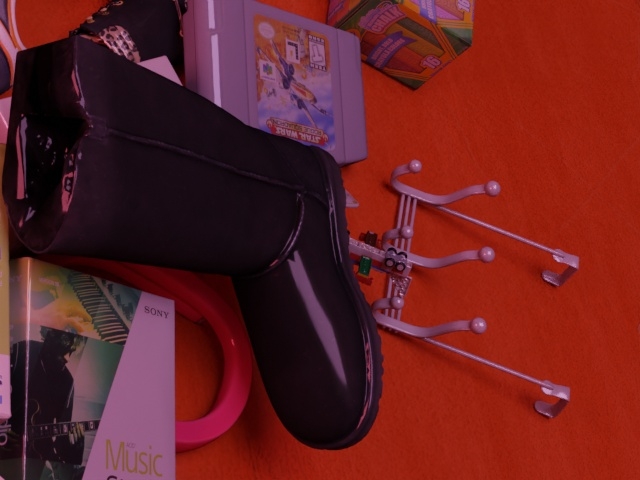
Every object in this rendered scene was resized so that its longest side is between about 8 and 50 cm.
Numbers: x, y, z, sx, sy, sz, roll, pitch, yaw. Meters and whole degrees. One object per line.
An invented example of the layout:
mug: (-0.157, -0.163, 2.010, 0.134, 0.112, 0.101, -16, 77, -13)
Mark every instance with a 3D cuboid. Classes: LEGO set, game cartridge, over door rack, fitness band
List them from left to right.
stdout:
fitness band: (-0.207, 0.111, 1.660, 0.290, 0.054, 0.209, 32, 52, -20)
game cartridge: (-0.049, -0.190, 1.900, 0.297, 0.062, 0.198, 9, 68, -47)
LEGO set: (0.000, 0.000, 1.845, 0.182, 0.060, 0.244, -2, 36, -39)
over door rack: (0.225, 0.055, 1.996, 0.324, 0.108, 0.240, 28, 52, -24)

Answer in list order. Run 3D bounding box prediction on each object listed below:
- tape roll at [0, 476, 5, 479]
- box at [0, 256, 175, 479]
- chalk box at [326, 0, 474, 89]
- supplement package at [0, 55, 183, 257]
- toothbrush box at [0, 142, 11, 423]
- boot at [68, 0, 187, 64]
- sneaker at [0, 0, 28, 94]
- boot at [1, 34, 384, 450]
tape roll: (-0.336, 0.296, 1.285, 0.286, 0.286, 0.100, 50, 46, -4)
box: (-0.229, 0.194, 1.479, 0.232, 0.058, 0.322, 22, 61, -56)
chalk box: (0.093, -0.332, 2.093, 0.213, 0.132, 0.132, 25, 53, -25)
supplement package: (-0.261, -0.094, 1.671, 0.244, 0.134, 0.139, -24, 82, -44)
toothbrush box: (-0.390, 0.061, 1.430, 0.122, 0.206, 0.283, 14, 57, -33)
boot: (-0.243, -0.299, 1.837, 0.178, 0.085, 0.236, -37, 92, -43)
sneaker: (-0.427, -0.302, 1.666, 0.127, 0.126, 0.321, -29, 96, -40)
boot: (-0.121, 0.018, 1.531, 0.445, 0.146, 0.367, 22, 51, -57)
